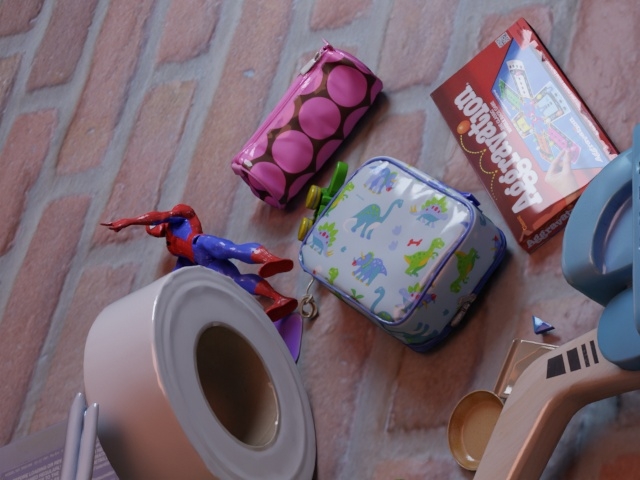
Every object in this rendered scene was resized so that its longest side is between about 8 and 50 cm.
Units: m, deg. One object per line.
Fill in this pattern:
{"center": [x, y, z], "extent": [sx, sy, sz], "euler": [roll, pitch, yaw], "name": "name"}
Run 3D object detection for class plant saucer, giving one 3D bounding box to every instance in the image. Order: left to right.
{"center": [0.166, 0.195, 1.784], "extent": [0.083, 0.015, 0.083], "euler": [-19, 64, 43], "name": "plant saucer"}

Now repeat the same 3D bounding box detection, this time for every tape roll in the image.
{"center": [-0.125, 0.172, 1.870], "extent": [0.100, 0.286, 0.286], "euler": [-27, 47, 26], "name": "tape roll"}

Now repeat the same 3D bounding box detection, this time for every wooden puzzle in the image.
{"center": [0.219, 0.138, 1.791], "extent": [0.079, 0.014, 0.116], "euler": [19, 76, 42], "name": "wooden puzzle"}

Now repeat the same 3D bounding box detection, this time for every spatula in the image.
{"center": [-0.151, 0.150, 2.097], "extent": [0.296, 0.030, 0.084], "euler": [-17, 52, 32], "name": "spatula"}

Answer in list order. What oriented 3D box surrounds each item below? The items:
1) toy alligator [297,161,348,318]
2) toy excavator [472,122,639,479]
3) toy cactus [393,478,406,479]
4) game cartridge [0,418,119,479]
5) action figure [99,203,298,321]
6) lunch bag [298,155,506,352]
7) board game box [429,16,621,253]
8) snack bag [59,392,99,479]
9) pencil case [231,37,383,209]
{"center": [0.000, 0.000, 2.059], "extent": [0.051, 0.056, 0.189], "euler": [167, 117, -81], "name": "toy alligator"}
{"center": [0.305, 0.080, 1.646], "extent": [0.445, 0.222, 0.432], "euler": [-27, 46, 44], "name": "toy excavator"}
{"center": [0.077, 0.336, 1.618], "extent": [0.180, 0.112, 0.219], "euler": [-51, 54, 36], "name": "toy cactus"}
{"center": [-0.314, 0.327, 2.047], "extent": [0.355, 0.068, 0.230], "euler": [-23, 47, 12], "name": "game cartridge"}
{"center": [-0.162, 0.027, 2.115], "extent": [0.139, 0.091, 0.280], "euler": [-18, 27, -29], "name": "action figure"}
{"center": [0.093, 0.009, 1.935], "extent": [0.176, 0.090, 0.219], "euler": [-55, 41, -2], "name": "lunch bag"}
{"center": [0.230, -0.123, 1.955], "extent": [0.145, 0.027, 0.281], "euler": [-40, 43, 14], "name": "board game box"}
{"center": [-0.265, 0.376, 1.760], "extent": [0.342, 0.037, 0.323], "euler": [107, 168, -51], "name": "snack bag"}
{"center": [-0.022, -0.142, 2.139], "extent": [0.209, 0.098, 0.095], "euler": [-53, 42, -1], "name": "pencil case"}
